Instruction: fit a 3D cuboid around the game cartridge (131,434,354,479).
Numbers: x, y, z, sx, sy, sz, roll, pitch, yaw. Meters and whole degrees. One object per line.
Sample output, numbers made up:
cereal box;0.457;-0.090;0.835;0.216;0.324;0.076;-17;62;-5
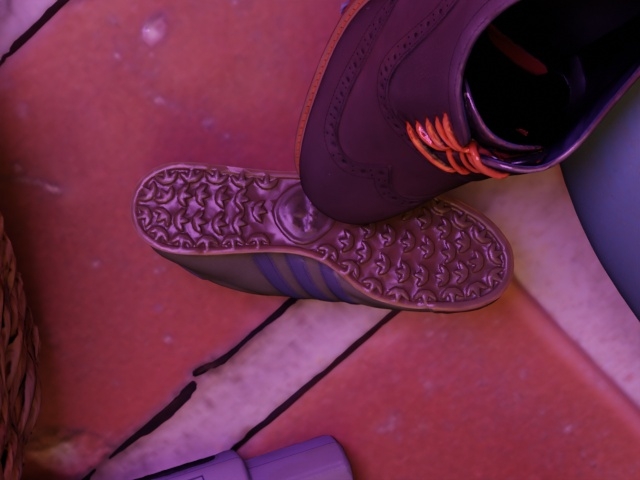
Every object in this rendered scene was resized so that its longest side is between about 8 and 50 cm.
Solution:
game cartridge;-0.133;0.258;0.870;0.355;0.068;0.230;-16;106;-10

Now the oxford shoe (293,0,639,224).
oxford shoe;0.058;-0.065;0.637;0.097;0.098;0.271;31;143;-12

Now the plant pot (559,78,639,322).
plant pot;0.249;-0.043;0.687;0.235;0.293;0.293;41;105;0

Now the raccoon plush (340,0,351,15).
raccoon plush;0.135;-0.189;0.612;0.216;0.299;0.446;6;111;-3

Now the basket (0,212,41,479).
basket;-0.298;0.063;0.706;0.299;0.213;0.223;0;140;3

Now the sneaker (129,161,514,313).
sneaker;0.000;0.000;0.800;0.192;0.086;0.064;10;81;-1
